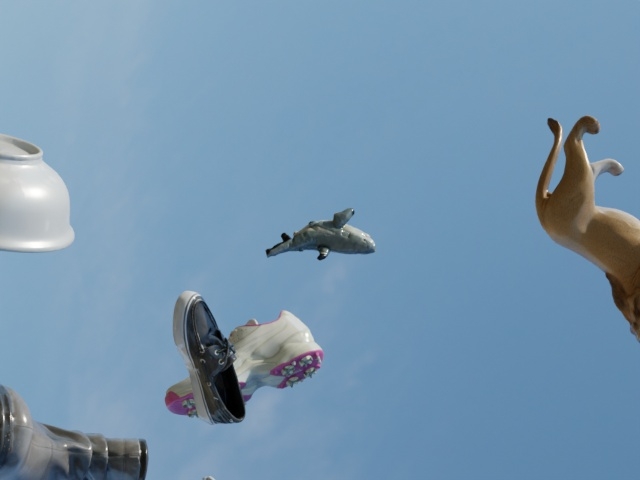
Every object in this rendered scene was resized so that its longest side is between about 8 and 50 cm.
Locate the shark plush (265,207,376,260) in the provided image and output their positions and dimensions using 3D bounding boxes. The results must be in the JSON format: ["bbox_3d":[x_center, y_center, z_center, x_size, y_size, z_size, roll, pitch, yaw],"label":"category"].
[{"bbox_3d":[0.000,0.000,1.699,0.073,0.161,0.067,117,-37,-44],"label":"shark plush"}]

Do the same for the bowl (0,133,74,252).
[{"bbox_3d":[-0.522,-0.092,1.795,0.298,0.298,0.134,38,-63,59],"label":"bowl"}]

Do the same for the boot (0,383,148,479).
[{"bbox_3d":[-0.310,0.250,1.375,0.338,0.222,0.118,141,-46,-65],"label":"boot"}]

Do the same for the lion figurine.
[{"bbox_3d":[0.447,-0.002,1.723,0.392,0.142,0.240,36,-104,16],"label":"lion figurine"}]

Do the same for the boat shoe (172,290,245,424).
[{"bbox_3d":[-0.157,0.179,1.691,0.076,0.228,0.080,4,-154,26],"label":"boat shoe"}]

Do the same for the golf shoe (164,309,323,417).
[{"bbox_3d":[-0.153,0.230,2.128,0.115,0.306,0.140,94,-26,-56],"label":"golf shoe"}]

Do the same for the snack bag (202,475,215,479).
[{"bbox_3d":[-0.057,0.532,1.727,0.037,0.323,0.342,-38,-125,-26],"label":"snack bag"}]
